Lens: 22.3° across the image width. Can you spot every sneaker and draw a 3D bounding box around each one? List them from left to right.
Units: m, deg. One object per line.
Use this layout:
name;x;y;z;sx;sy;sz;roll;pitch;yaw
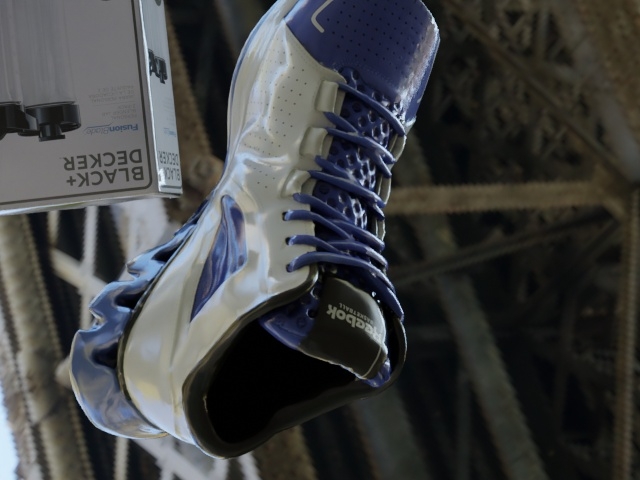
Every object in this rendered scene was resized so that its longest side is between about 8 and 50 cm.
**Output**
sneaker;-0.001;0.001;0.932;0.127;0.182;0.315;35;-98;-36

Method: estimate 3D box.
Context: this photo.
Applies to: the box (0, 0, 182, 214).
box;-0.221;-0.172;1.406;0.169;0.087;0.290;-5;-90;7
